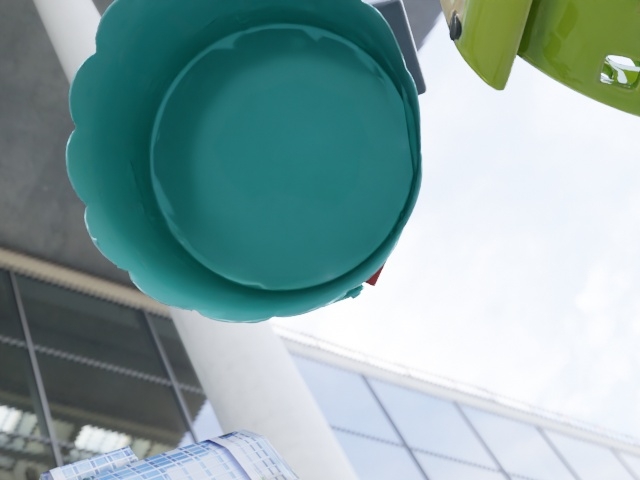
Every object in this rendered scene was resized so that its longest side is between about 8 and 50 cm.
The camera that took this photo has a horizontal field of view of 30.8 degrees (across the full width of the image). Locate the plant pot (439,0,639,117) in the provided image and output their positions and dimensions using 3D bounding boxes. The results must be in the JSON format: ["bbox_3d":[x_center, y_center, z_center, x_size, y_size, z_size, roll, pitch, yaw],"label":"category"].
[{"bbox_3d":[0.183,-0.219,0.730,0.207,0.228,0.227,3,-49,-8],"label":"plant pot"}]

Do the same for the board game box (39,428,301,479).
[{"bbox_3d":[-0.077,0.140,0.396,0.194,0.060,0.194,-14,-45,-32],"label":"board game box"}]

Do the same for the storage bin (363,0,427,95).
[{"bbox_3d":[0.056,-0.197,1.227,0.091,0.098,0.135,-17,-75,7],"label":"storage bin"}]

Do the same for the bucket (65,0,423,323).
[{"bbox_3d":[-0.047,-0.072,0.912,0.281,0.183,0.281,0,-92,7],"label":"bucket"}]

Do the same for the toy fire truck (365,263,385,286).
[{"bbox_3d":[0.000,0.000,1.229,0.192,0.135,0.047,26,-92,-37],"label":"toy fire truck"}]
